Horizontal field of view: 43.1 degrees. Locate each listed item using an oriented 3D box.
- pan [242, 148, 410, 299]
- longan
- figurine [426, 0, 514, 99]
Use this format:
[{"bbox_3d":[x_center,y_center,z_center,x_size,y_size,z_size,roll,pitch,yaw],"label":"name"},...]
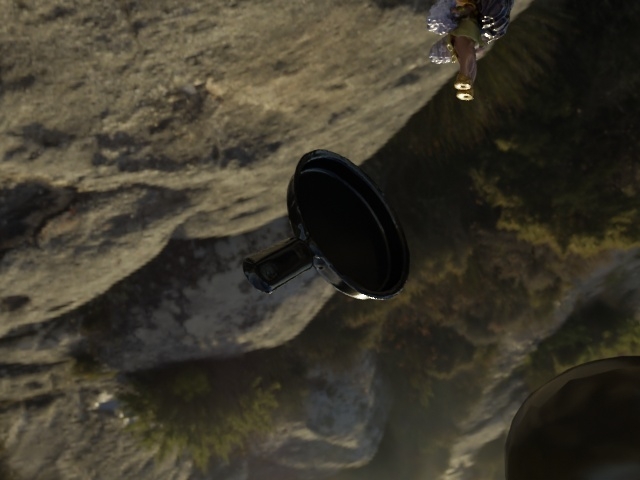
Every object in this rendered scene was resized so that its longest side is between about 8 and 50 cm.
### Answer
[{"bbox_3d":[0.000,0.000,0.618,0.028,0.136,0.235,-33,177,30],"label":"pan"},{"bbox_3d":[0.461,0.335,1.140,0.404,0.336,0.405,14,153,7],"label":"longan"},{"bbox_3d":[0.242,-0.349,1.297,0.115,0.240,0.175,19,169,14],"label":"figurine"}]
